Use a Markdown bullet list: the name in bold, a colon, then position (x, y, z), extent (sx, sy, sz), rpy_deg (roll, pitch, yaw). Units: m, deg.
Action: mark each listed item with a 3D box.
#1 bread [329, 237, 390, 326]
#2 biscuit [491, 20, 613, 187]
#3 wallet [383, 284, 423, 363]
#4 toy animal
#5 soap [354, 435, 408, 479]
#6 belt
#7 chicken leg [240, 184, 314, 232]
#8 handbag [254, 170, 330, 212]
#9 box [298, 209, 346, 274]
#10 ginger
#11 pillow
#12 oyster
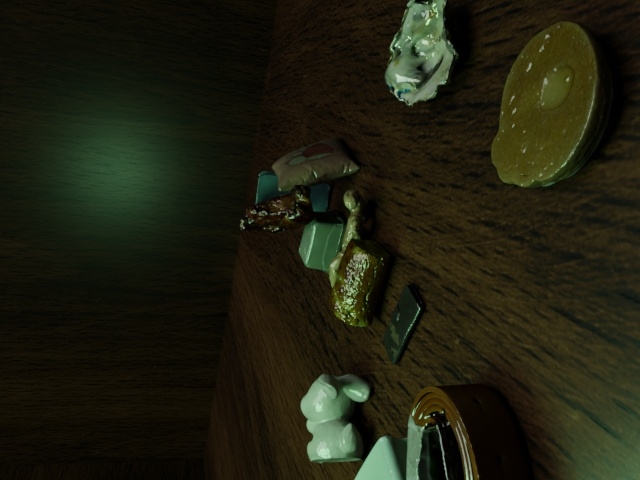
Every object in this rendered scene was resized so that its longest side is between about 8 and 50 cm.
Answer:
- **bread**: position (0.086, 0.091, 1.112), extent (0.132, 0.103, 0.172), rpy_deg (-131, 55, -65)
- **biscuit**: position (0.302, -0.171, 0.650), extent (0.181, 0.049, 0.208), rpy_deg (-154, 72, -71)
- **wallet**: position (0.162, 0.165, 0.993), extent (0.082, 0.018, 0.157), rpy_deg (-108, 30, -52)
- **toy animal**: position (0.034, 0.398, 1.118), extent (0.178, 0.127, 0.193), rpy_deg (141, 135, -61)
- **soap**: position (0.144, 0.482, 0.820), extent (0.266, 0.087, 0.160), rpy_deg (-107, 29, -50)
- **belt**: position (0.198, 0.337, 0.695), extent (0.184, 0.105, 0.262), rpy_deg (132, 138, -56)
- **chicken leg**: position (-0.094, -0.086, 1.338), extent (0.407, 0.157, 0.096), rpy_deg (-16, 74, 62)
- **handbag**: position (-0.087, -0.126, 1.518), extent (0.057, 0.220, 0.144), rpy_deg (-116, 35, -73)
- **box**: position (0.000, 0.000, 1.416), extent (0.124, 0.092, 0.172), rpy_deg (-124, 44, -63)
- **ginger**: position (0.074, 0.000, 1.210), extent (0.149, 0.065, 0.259), rpy_deg (-39, -42, -64)
- **pillow**: position (-0.022, -0.211, 1.401), extent (0.223, 0.235, 0.084), rpy_deg (-106, -4, -60)
- **oyster**: position (0.202, -0.354, 0.969), extent (0.214, 0.083, 0.223), rpy_deg (119, 146, -56)
